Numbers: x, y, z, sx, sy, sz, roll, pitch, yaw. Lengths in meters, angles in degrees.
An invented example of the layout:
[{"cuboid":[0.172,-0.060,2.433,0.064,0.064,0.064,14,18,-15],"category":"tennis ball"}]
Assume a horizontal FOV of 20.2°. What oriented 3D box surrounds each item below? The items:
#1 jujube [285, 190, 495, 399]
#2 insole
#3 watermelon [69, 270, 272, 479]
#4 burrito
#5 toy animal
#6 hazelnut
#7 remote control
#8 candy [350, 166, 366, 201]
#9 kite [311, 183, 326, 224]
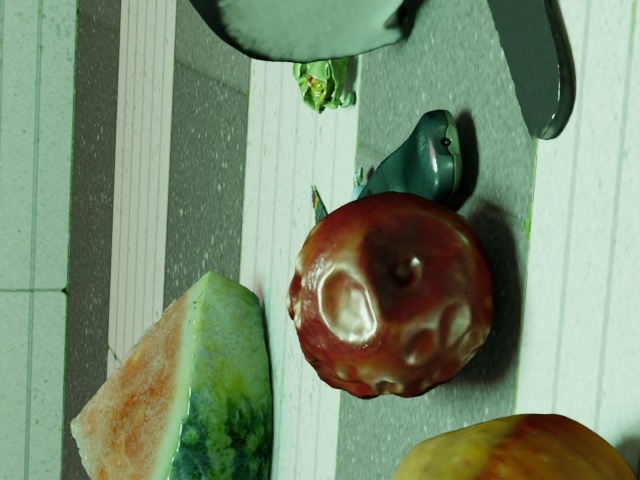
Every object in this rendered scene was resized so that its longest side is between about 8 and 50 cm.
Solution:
[{"cuboid":[0.047,0.046,1.380,0.230,0.155,0.155,139,130,-80],"category":"jujube"},{"cuboid":[0.139,-0.211,1.298,0.110,0.012,0.309,117,148,-54],"category":"insole"},{"cuboid":[-0.156,0.196,1.950,0.232,0.193,0.310,147,122,-69],"category":"watermelon"},{"cuboid":[-0.004,-0.259,1.702,0.104,0.054,0.288,126,142,-59],"category":"burrito"},{"cuboid":[-0.026,-0.328,1.490,0.251,0.251,0.310,117,142,-56],"category":"toy animal"},{"cuboid":[0.119,0.195,1.102,0.182,0.182,0.182,180,90,-73],"category":"hazelnut"},{"cuboid":[0.069,-0.038,1.470,0.222,0.042,0.072,128,137,-64],"category":"remote control"},{"cuboid":[0.040,-0.029,1.601,0.030,0.020,0.083,112,151,-57],"category":"candy"},{"cuboid":[0.000,0.000,1.761,0.090,0.004,0.122,137,131,-68],"category":"kite"}]
